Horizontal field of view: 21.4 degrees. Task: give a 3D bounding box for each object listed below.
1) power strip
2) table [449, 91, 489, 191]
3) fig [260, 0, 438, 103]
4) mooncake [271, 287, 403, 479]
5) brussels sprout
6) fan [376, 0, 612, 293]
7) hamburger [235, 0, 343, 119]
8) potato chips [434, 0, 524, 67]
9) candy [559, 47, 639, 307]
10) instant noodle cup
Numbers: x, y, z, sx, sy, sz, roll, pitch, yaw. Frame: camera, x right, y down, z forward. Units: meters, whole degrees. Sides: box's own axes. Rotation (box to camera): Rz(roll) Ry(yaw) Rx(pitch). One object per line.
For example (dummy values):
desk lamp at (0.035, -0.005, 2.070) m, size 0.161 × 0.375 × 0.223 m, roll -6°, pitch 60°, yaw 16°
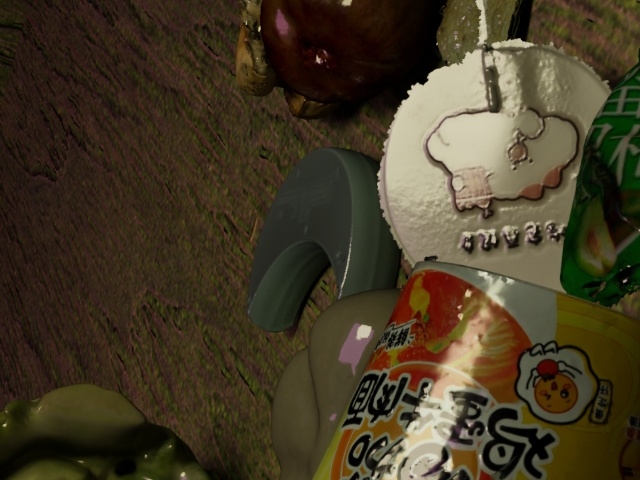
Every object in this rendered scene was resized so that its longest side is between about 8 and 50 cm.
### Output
power strip at (0.000, 0.000, 1.545) m, size 0.253 × 0.054 × 0.167 m, roll -10°, pitch 67°, yaw 66°
table at (0.130, -0.067, 1.228) m, size 0.062 × 0.083 × 0.079 m, roll -151°, pitch 74°, yaw -67°
fig at (0.041, -0.257, 1.497) m, size 0.170 × 0.145 × 0.274 m, roll -30°, pitch 38°, yaw 59°
mooncake at (0.055, 0.164, 1.227) m, size 0.275 × 0.135 × 0.275 m, roll -171°, pitch 90°, yaw -66°
brussels sprout at (-0.279, 0.367, 1.626) m, size 0.361 × 0.342 × 0.425 m, roll -23°, pitch 46°, yaw 55°
fan at (0.116, -0.113, 1.172) m, size 0.191 × 0.009 × 0.329 m, roll -8°, pitch 86°, yaw 28°
hamburger at (-0.019, -0.218, 1.642) m, size 0.131 × 0.124 × 0.262 m, roll 98°, pitch 175°, yaw -55°
potato chips at (0.133, -0.199, 1.373) m, size 0.142 × 0.026 × 0.209 m, roll -51°, pitch 36°, yaw 42°
candy at (0.214, -0.047, 1.033) m, size 0.141 × 0.078 × 0.203 m, roll 3°, pitch 69°, yaw 56°
instant noodle cup at (0.120, 0.137, 0.959) m, size 0.264 × 0.264 × 0.200 m, roll 9°, pitch 77°, yaw 68°
